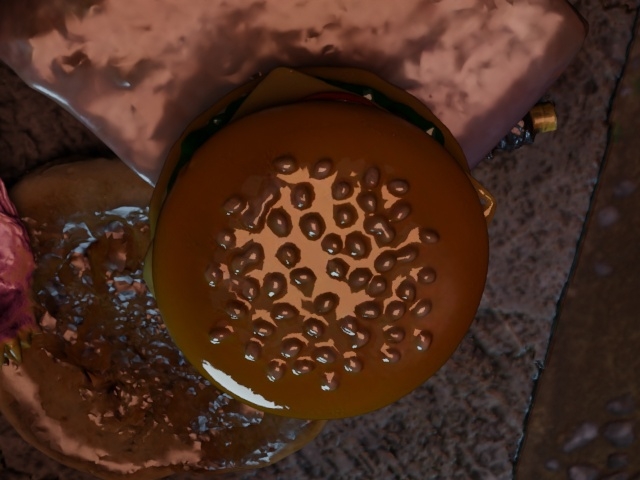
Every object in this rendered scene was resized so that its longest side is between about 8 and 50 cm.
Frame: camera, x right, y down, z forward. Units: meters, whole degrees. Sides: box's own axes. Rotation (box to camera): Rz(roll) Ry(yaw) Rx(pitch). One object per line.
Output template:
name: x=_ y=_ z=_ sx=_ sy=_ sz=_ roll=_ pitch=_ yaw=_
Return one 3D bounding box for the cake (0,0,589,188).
cake: x=-0.030 y=-0.139 z=0.833 sx=0.230 sy=0.309 sz=0.237 roll=-42 pitch=109 yaw=5

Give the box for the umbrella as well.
umbrella: x=0.093 y=-0.073 z=1.023 sx=0.144 sy=0.037 sz=0.040 roll=-9 pitch=101 yaw=-2

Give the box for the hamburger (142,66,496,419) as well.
hamburger: x=0.000 y=0.000 z=0.664 sx=0.162 sy=0.115 sz=0.162 roll=-2 pitch=107 yaw=-5

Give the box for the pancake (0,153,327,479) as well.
pancake: x=-0.114 y=0.059 z=1.025 sx=0.283 sy=0.049 sz=0.282 roll=2 pitch=119 yaw=3

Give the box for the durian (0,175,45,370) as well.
durian: x=-0.284 y=-0.020 z=0.937 sx=0.186 sy=0.154 sz=0.260 roll=-22 pitch=95 yaw=40
